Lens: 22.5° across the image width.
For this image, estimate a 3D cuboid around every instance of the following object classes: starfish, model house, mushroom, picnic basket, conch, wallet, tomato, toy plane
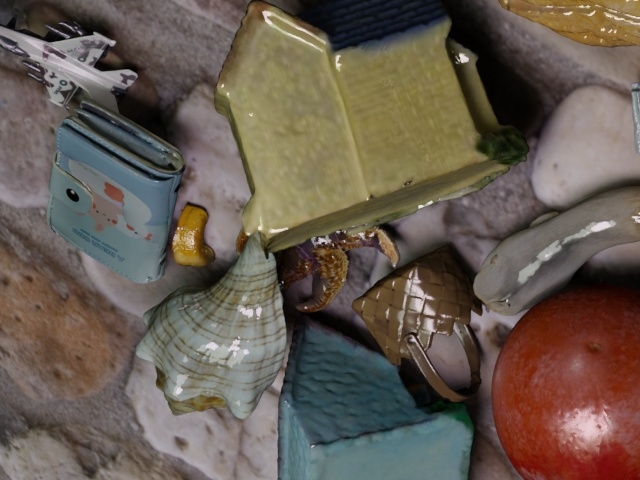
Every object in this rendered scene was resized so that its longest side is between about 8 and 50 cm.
[{"bbox_3d":[0.001,-0.002,2.001,0.216,0.071,0.238,21,135,10],"label":"starfish"},{"bbox_3d":[0.031,-0.150,1.796,0.321,0.261,0.266,-19,87,-5],"label":"model house"},{"bbox_3d":[0.285,0.007,1.831,0.278,0.099,0.096,-33,104,35],"label":"mushroom"},{"bbox_3d":[0.141,0.110,1.943,0.138,0.128,0.178,-31,88,35],"label":"picnic basket"},{"bbox_3d":[-0.140,0.134,2.047,0.203,0.170,0.386,48,154,13],"label":"conch"},{"bbox_3d":[-0.264,-0.060,2.066,0.176,0.075,0.250,30,145,8],"label":"wallet"},{"bbox_3d":[0.039,0.258,2.069,0.230,0.248,0.280,-9,127,-17],"label":"model house"},{"bbox_3d":[0.320,0.186,1.807,0.265,0.265,0.264,13,123,22],"label":"tomato"},{"bbox_3d":[-0.333,-0.234,2.033,0.234,0.082,0.160,36,138,-9],"label":"toy plane"}]

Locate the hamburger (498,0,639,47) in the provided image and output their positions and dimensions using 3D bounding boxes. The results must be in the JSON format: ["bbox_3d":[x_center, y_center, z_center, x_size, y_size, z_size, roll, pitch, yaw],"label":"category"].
[{"bbox_3d":[0.267,-0.312,1.576,0.260,0.144,0.283,16,151,7],"label":"hamburger"}]

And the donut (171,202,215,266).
[{"bbox_3d":[-0.162,-0.004,2.108,0.038,0.067,0.083,16,92,28],"label":"donut"}]

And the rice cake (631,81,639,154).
[{"bbox_3d":[0.442,-0.123,1.700,0.226,0.040,0.085,6,119,26],"label":"rice cake"}]
